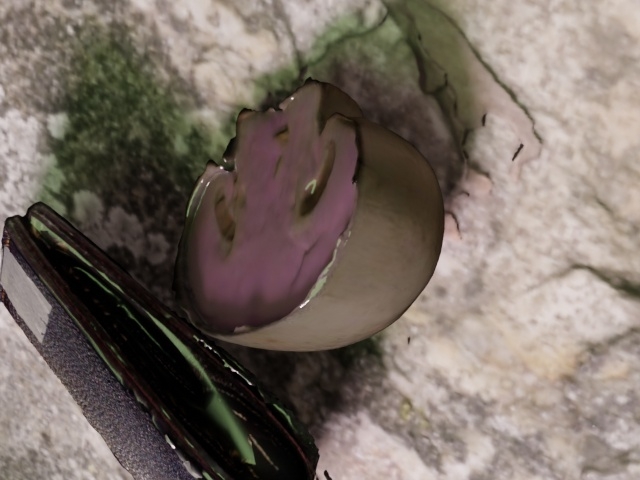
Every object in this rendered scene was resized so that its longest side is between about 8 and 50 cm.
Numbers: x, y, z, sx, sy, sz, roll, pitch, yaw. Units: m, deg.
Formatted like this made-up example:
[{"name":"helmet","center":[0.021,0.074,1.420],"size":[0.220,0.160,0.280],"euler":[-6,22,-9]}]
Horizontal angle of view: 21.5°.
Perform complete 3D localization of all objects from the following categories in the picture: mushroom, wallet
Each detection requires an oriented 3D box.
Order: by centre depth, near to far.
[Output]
[{"name":"mushroom","center":[0.000,0.000,0.964],"size":[0.117,0.141,0.188],"euler":[30,152,-31]},{"name":"wallet","center":[-0.107,0.100,1.078],"size":[0.262,0.071,0.221],"euler":[45,163,3]}]
